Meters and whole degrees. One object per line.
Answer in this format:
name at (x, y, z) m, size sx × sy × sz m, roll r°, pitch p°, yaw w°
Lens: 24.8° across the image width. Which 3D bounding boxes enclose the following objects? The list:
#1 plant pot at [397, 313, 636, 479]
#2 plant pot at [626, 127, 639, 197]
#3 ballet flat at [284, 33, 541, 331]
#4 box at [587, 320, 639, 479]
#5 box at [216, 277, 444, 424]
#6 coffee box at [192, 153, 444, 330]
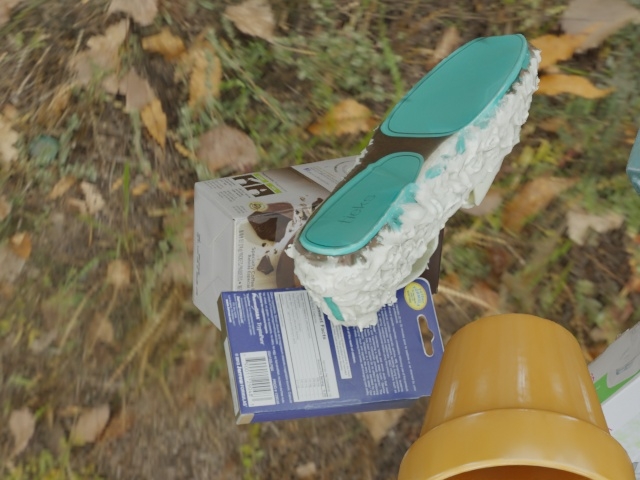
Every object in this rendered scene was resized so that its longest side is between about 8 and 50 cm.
plant pot at (0.170, 0.175, 1.281) m, size 0.205 × 0.188 × 0.205 m, roll 3°, pitch 138°, yaw 2°
plant pot at (0.463, -0.079, 1.467) m, size 0.252 × 0.247 × 0.248 m, roll -36°, pitch 105°, yaw -9°
ballet flat at (0.107, -0.060, 1.535) m, size 0.147 × 0.147 × 0.409 m, roll 51°, pitch 57°, yaw -13°
box at (0.489, 0.228, 1.981) m, size 0.231 × 0.127 × 0.262 m, roll 30°, pitch 137°, yaw -9°
box at (0.014, 0.111, 1.493) m, size 0.225 × 0.036 × 0.136 m, roll -4°, pitch 65°, yaw -15°
coffee box at (0.000, 0.000, 1.797) m, size 0.297 × 0.119 × 0.168 m, roll -12°, pitch 120°, yaw -27°
